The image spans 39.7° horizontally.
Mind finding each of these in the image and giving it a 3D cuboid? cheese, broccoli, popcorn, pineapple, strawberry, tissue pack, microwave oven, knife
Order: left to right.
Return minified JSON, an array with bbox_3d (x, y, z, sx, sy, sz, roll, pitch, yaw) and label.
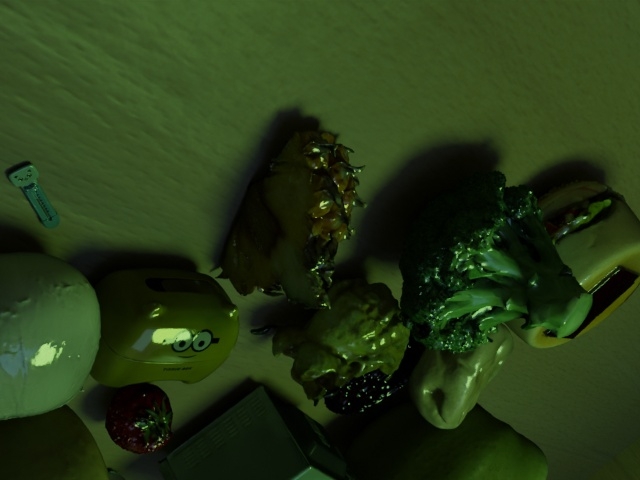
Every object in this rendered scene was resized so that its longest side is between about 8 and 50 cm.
[{"bbox_3d":[-0.320,0.101,0.905,0.198,0.154,0.189,-2,129,-40],"label":"cheese"},{"bbox_3d":[-0.282,-0.041,0.886,0.027,0.010,0.096,-27,146,-11],"label":"knife"},{"bbox_3d":[-0.251,0.244,1.205,0.106,0.106,0.106,-23,145,-17],"label":"strawberry"},{"bbox_3d":[-0.185,0.096,1.040,0.178,0.123,0.127,7,128,-45],"label":"tissue pack"},{"bbox_3d":[-0.087,0.386,1.441,0.237,0.181,0.295,-38,147,1],"label":"microwave oven"},{"bbox_3d":[0.002,-0.005,1.054,0.140,0.164,0.249,-12,138,-43],"label":"pineapple"},{"bbox_3d":[0.029,0.146,1.285,0.195,0.173,0.168,-35,170,-16],"label":"popcorn"},{"bbox_3d":[0.237,0.214,1.518,0.218,0.117,0.235,-47,155,-27],"label":"cheese"},{"bbox_3d":[0.237,0.046,1.220,0.270,0.270,0.270,-36,142,-36],"label":"broccoli"}]

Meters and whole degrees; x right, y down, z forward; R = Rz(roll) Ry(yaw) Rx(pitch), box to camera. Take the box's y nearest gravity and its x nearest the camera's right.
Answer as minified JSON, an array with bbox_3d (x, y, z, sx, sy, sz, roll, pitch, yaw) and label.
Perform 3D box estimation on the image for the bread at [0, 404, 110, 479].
[{"bbox_3d":[-0.419,0.305,0.938,0.376,0.348,0.252,-9,115,-30],"label":"bread"}]

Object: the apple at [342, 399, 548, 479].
[{"bbox_3d":[0.211,0.442,1.633,0.360,0.320,0.311,-40,162,-11],"label":"apple"}]

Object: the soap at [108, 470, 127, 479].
[{"bbox_3d":[-0.406,0.501,1.328,0.261,0.156,0.446,-9,139,-33],"label":"soap"}]

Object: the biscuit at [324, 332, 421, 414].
[{"bbox_3d":[0.086,0.223,1.502,0.195,0.053,0.194,-23,145,-18],"label":"biscuit"}]

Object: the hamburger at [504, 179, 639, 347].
[{"bbox_3d":[0.397,0.038,1.441,0.302,0.170,0.302,-26,149,-17],"label":"hamburger"}]
